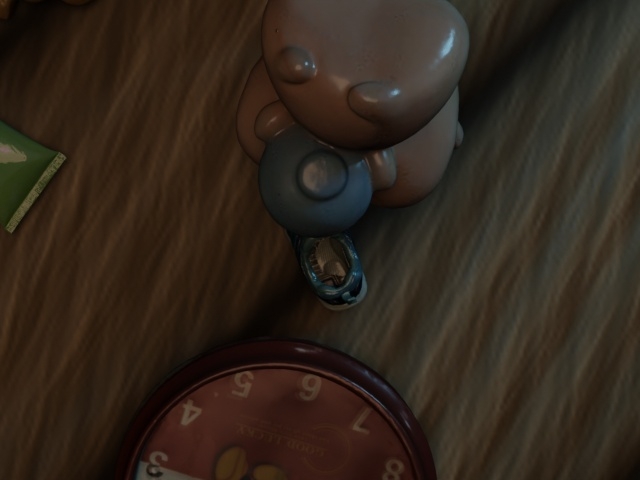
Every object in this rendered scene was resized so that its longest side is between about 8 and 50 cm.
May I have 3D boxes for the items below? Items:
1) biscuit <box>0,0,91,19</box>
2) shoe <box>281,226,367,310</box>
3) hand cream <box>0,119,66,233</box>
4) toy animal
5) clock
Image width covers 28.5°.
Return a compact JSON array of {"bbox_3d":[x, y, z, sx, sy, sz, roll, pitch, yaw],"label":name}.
[{"bbox_3d":[-0.297,-0.335,1.221,0.212,0.041,0.238,14,93,2],"label":"biscuit"},{"bbox_3d":[0.000,0.000,1.213,0.064,0.071,0.143,-20,87,1],"label":"shoe"},{"bbox_3d":[-0.347,-0.095,1.231,0.175,0.046,0.095,36,92,-7],"label":"hand cream"},{"bbox_3d":[0.029,-0.142,1.112,0.210,0.229,0.221,22,130,7],"label":"toy animal"},{"bbox_3d":[-0.044,0.250,1.221,0.318,0.080,0.318,0,97,0],"label":"clock"}]
